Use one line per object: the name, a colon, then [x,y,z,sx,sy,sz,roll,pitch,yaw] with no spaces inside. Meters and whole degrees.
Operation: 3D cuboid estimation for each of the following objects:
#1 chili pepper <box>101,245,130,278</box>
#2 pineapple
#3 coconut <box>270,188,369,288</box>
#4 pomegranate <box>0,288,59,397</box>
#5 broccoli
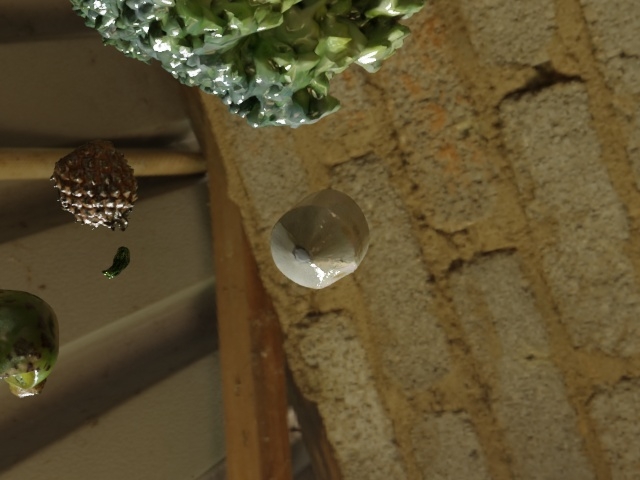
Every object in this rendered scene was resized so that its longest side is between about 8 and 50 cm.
chili pepper: [-0.419,0.047,1.656,0.034,0.030,0.091,50,-141,-25]
pineapple: [-0.451,-0.102,1.635,0.193,0.166,0.166,59,-145,-9]
coconut: [-0.003,0.001,1.884,0.241,0.241,0.241,28,-126,-48]
pomegranate: [-0.399,0.129,1.045,0.122,0.143,0.169,-61,-33,-18]
broccoli: [-0.061,-0.224,0.484,0.339,0.317,0.277,-6,-126,-45]
